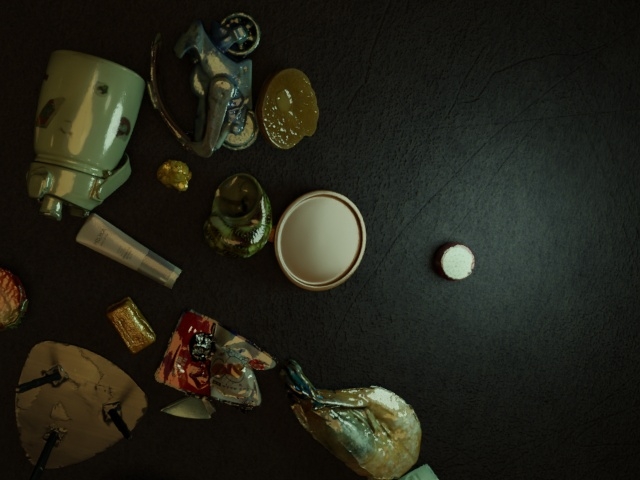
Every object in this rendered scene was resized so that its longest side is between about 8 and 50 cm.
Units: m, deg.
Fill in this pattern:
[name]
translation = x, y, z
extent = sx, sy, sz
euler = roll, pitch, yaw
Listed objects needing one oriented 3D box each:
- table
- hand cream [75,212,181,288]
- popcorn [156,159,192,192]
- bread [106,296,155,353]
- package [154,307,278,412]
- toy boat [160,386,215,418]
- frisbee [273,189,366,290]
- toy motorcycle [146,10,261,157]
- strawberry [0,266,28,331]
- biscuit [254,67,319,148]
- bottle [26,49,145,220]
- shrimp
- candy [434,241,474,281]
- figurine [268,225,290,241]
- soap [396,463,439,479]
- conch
[table]
translation = -0.577, 0.427, 1.673
extent = 0.318, 0.249, 0.317
euler = -1, 97, -11
[hand cream]
translation = -0.449, 0.028, 1.752
extent = 0.255, 0.048, 0.079
euler = 31, 92, -12
[popcorn]
translation = -0.335, -0.159, 1.745
extent = 0.084, 0.084, 0.084
euler = -1, 97, -11
[bread]
translation = -0.452, 0.204, 1.771
extent = 0.074, 0.053, 0.132
euler = -33, 102, -1
[package]
translation = -0.247, 0.302, 1.816
extent = 0.270, 0.071, 0.193
euler = 21, 72, -2
[toy boat]
translation = -0.328, 0.411, 1.835
extent = 0.122, 0.034, 0.096
euler = -24, 97, 2
[frisbee]
translation = 0.000, 0.000, 1.823
extent = 0.251, 0.021, 0.250
euler = -3, 98, -24
[toy motorcycle]
translation = -0.253, -0.348, 1.657
extent = 0.241, 0.182, 0.318
euler = -8, 108, -29
[strawberry]
translation = -0.750, 0.126, 1.693
extent = 0.146, 0.082, 0.187
euler = -42, 96, -9
[biscuit]
translation = -0.084, -0.306, 1.726
extent = 0.208, 0.049, 0.180
euler = -42, 126, -42
[bottle]
translation = -0.516, -0.210, 1.616
extent = 0.229, 0.229, 0.351
euler = 13, 86, -12
[shrimp]
translation = 0.080, 0.446, 1.881
extent = 0.446, 0.110, 0.221
euler = 37, 83, -16
[candy]
translation = 0.345, 0.055, 1.910
extent = 0.103, 0.043, 0.103
euler = -1, 97, -10
[figurine]
translation = -0.081, -0.017, 1.822
extent = 0.109, 0.047, 0.064
euler = 2, 67, -17
[soap]
translation = 0.217, 0.667, 1.922
extent = 0.199, 0.114, 0.063
euler = -28, 101, -7
[conch]
translation = -0.200, -0.047, 1.759
extent = 0.182, 0.124, 0.187
euler = -22, 77, 1
